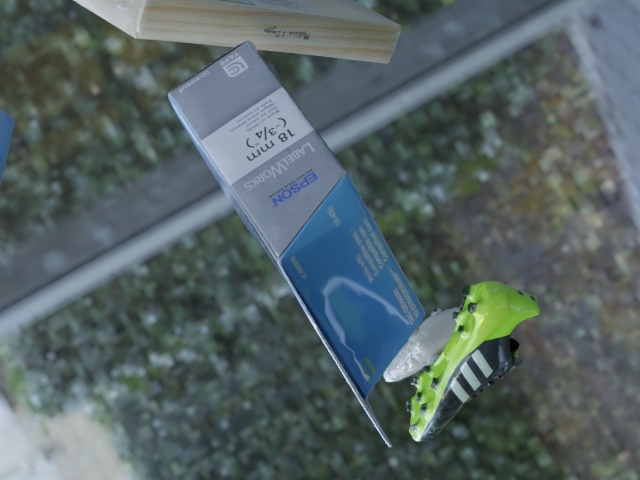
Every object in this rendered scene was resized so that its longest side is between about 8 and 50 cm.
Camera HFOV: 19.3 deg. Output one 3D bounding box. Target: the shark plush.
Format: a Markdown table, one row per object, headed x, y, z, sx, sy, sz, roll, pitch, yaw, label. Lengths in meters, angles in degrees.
| x | y | z | sx | sy | sz | roll | pitch | yaw | label |
| --- | --- | --- | --- | --- | --- | --- | --- | --- | --- |
| 0.137 | 0.108 | 2.278 | 0.073 | 0.161 | 0.067 | 36 | 153 | 5 | shark plush |

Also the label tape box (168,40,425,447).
| x | y | z | sx | sy | sz | roll | pitch | yaw | label |
| --- | --- | --- | --- | --- | --- | --- | --- | --- | --- |
| 0.000 | 0.000 | 1.796 | 0.334 | 0.106 | 0.240 | 55 | 177 | 42 | label tape box |

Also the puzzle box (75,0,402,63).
| x | y | z | sx | sy | sz | roll | pitch | yaw | label |
| --- | --- | --- | --- | --- | --- | --- | --- | --- | --- |
| -0.136 | -0.286 | 2.135 | 0.409 | 0.052 | 0.272 | 0 | -154 | -47 | puzzle box |

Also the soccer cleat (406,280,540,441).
| x | y | z | sx | sy | sz | roll | pitch | yaw | label |
| --- | --- | --- | --- | --- | --- | --- | --- | --- | --- |
| 0.130 | 0.111 | 1.624 | 0.060 | 0.072 | 0.179 | -99 | 29 | -52 | soccer cleat |

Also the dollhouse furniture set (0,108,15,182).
| x | y | z | sx | sy | sz | roll | pitch | yaw | label |
| --- | --- | --- | --- | --- | --- | --- | --- | --- | --- |
| -0.559 | -0.058 | 2.274 | 0.198 | 0.286 | 0.303 | 37 | -128 | -41 | dollhouse furniture set |
